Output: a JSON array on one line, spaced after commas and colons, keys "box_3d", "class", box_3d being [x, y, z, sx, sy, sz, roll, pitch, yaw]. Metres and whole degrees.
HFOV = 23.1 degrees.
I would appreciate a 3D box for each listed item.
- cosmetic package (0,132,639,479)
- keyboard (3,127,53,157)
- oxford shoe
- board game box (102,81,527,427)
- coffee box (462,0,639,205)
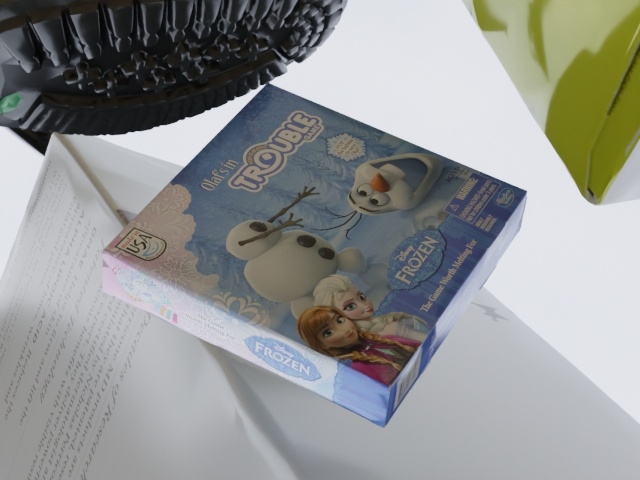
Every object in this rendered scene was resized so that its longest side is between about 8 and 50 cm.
[{"box_3d": [0.007, 0.105, 0.623, 0.217, 0.156, 0.385, 14, -166, -30], "class": "cosmetic package"}, {"box_3d": [-0.266, -0.154, 0.882, 0.033, 0.317, 0.201, -12, -136, 52], "class": "keyboard"}, {"box_3d": [-0.103, -0.085, 0.506, 0.227, 0.083, 0.096, -6, -119, -15], "class": "oxford shoe"}, {"box_3d": [0.000, 0.000, 0.446, 0.090, 0.020, 0.090, 23, -134, 17], "class": "board game box"}, {"box_3d": [0.228, -0.264, 0.647, 0.334, 0.338, 0.337, -9, -125, -25], "class": "coffee box"}]
